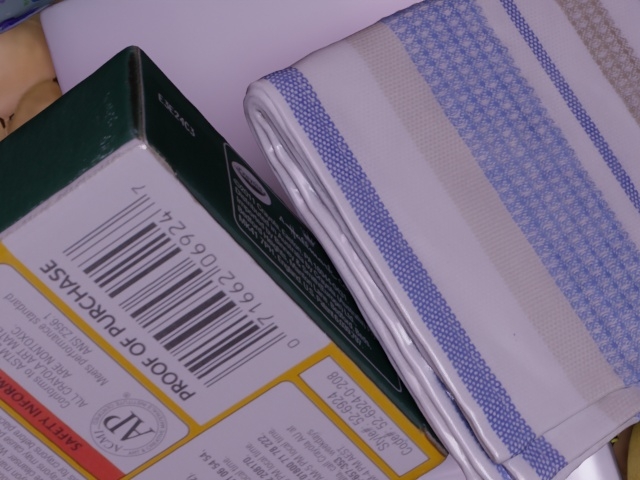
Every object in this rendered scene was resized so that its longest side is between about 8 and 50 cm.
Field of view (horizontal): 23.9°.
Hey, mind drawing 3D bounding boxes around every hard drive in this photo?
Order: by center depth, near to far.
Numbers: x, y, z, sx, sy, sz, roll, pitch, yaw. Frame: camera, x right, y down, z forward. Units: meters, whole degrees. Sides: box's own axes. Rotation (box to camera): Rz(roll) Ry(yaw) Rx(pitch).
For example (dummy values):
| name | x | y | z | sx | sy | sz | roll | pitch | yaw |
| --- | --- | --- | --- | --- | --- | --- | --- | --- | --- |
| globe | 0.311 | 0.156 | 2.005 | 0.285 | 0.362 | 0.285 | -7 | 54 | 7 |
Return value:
| name | x | y | z | sx | sy | sz | roll | pitch | yaw |
| --- | --- | --- | --- | --- | --- | --- | --- | --- | --- |
| hard drive | 0.000 | 0.000 | 0.734 | 0.203 | 0.040 | 0.307 | -19 | 82 | 12 |

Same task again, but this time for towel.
| name | x | y | z | sx | sy | sz | roll | pitch | yaw |
| --- | --- | --- | --- | --- | --- | --- | --- | --- | --- |
| towel | 0.119 | -0.028 | 0.686 | 0.285 | 0.034 | 0.209 | -28 | 82 | -34 |

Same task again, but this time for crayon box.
| name | x | y | z | sx | sy | sz | roll | pitch | yaw |
| --- | --- | --- | --- | --- | --- | --- | --- | --- | --- |
| crayon box | -0.137 | 0.092 | 0.647 | 0.323 | 0.083 | 0.203 | -34 | 122 | 14 |

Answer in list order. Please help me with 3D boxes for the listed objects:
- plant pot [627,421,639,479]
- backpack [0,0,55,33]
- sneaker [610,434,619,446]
| name | x | y | z | sx | sy | sz | roll | pitch | yaw |
| --- | --- | --- | --- | --- | --- | --- | --- | --- | --- |
| plant pot | 0.197 | 0.108 | 0.695 | 0.095 | 0.134 | 0.134 | -6 | 82 | 32 |
| backpack | -0.134 | -0.234 | 0.693 | 0.253 | 0.225 | 0.191 | -42 | 82 | -15 |
| sneaker | 0.131 | 0.101 | 0.737 | 0.035 | 0.031 | 0.083 | -11 | 83 | 1 |
